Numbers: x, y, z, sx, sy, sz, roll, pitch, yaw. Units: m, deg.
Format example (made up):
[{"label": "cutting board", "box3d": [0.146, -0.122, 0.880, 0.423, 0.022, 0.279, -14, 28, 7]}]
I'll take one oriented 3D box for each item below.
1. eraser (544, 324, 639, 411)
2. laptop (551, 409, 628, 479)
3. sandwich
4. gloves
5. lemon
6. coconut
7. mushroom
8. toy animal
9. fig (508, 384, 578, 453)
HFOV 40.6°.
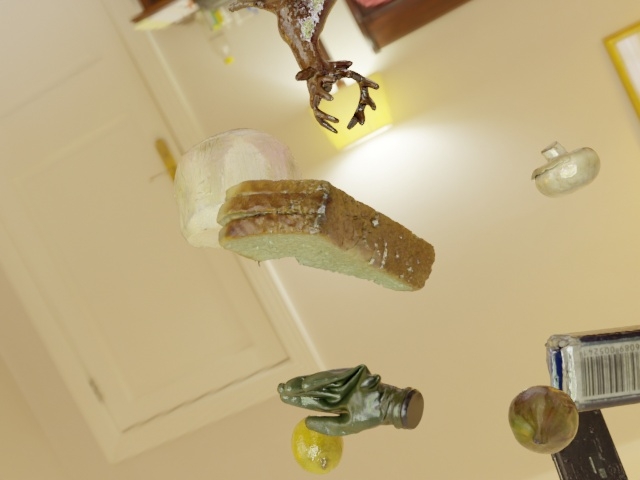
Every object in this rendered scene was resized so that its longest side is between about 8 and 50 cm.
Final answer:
[{"label": "eraser", "box3d": [0.618, 0.250, 1.754, 0.332, 0.155, 0.101, -5, -178, -17]}, {"label": "laptop", "box3d": [0.624, 0.496, 2.058, 0.154, 0.026, 0.207, -8, -136, 0]}, {"label": "sandwich", "box3d": [0.001, -0.005, 1.346, 0.254, 0.099, 0.288, -6, 156, 44]}, {"label": "gloves", "box3d": [0.051, 0.287, 1.549, 0.268, 0.135, 0.107, 5, 177, 19]}, {"label": "lemon", "box3d": [-0.006, 0.416, 1.770, 0.109, 0.109, 0.133, -26, -135, 9]}, {"label": "coconut", "box3d": [-0.184, -0.117, 1.935, 0.297, 0.254, 0.297, 0, 164, 0]}, {"label": "mushroom", "box3d": [0.548, -0.165, 1.941, 0.154, 0.122, 0.154, -29, 177, -2]}, {"label": "toy animal", "box3d": [-0.007, -0.284, 1.079, 0.087, 0.260, 0.243, 2, 118, -45]}, {"label": "fig", "box3d": [0.348, 0.287, 1.346, 0.109, 0.103, 0.154, 4, -166, 9]}]
